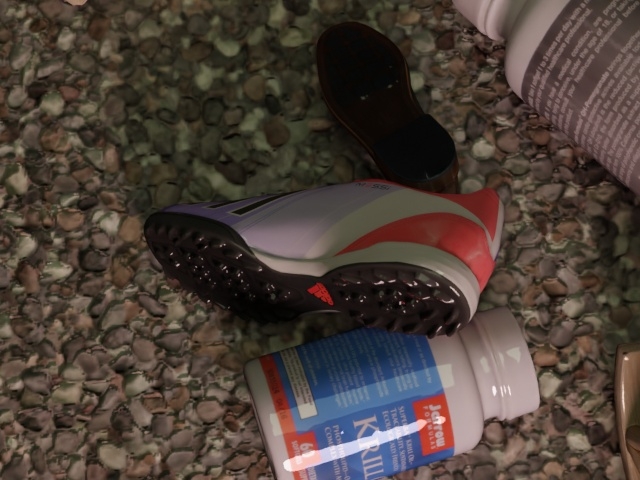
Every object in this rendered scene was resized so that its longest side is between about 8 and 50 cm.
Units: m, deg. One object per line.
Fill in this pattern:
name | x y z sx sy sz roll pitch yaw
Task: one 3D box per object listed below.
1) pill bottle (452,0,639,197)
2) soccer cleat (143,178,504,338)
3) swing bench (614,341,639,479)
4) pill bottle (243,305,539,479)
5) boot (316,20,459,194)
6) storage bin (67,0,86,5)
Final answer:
pill bottle | 0.267 -0.150 1.344 0.176 0.176 0.318 -44 71 -11
soccer cleat | 0.000 0.000 1.308 0.318 0.108 0.116 6 49 34
swing bench | 0.391 0.181 1.255 0.253 0.255 0.165 -8 113 -8
pill bottle | 0.058 0.126 1.305 0.221 0.124 0.124 -17 77 -5
boot | 0.058 -0.092 1.394 0.082 0.106 0.219 -24 50 -4
storage bin | -0.252 -0.386 1.424 0.262 0.123 0.260 30 77 5
